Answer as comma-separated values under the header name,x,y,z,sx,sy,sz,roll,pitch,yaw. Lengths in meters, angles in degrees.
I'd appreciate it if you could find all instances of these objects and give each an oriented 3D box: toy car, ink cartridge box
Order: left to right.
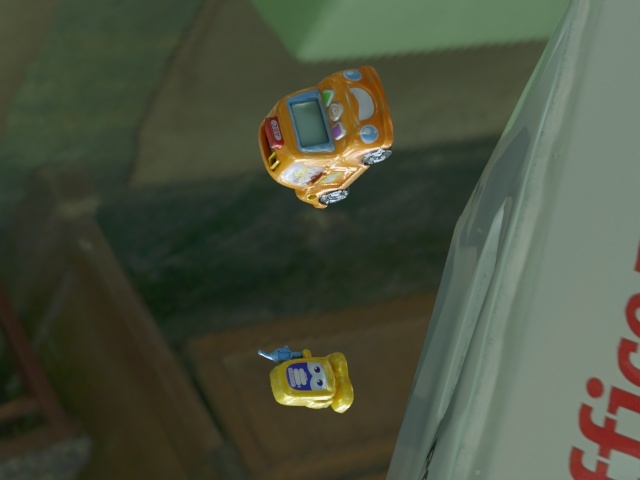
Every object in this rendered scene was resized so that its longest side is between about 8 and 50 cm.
name,x,y,z,sx,sy,sz,roll,pitch,yaw
toy car,0.000,0.000,0.664,0.040,0.122,0.060,1,171,-32
ink cartridge box,0.132,0.070,0.385,0.237,0.172,0.100,22,141,-3
